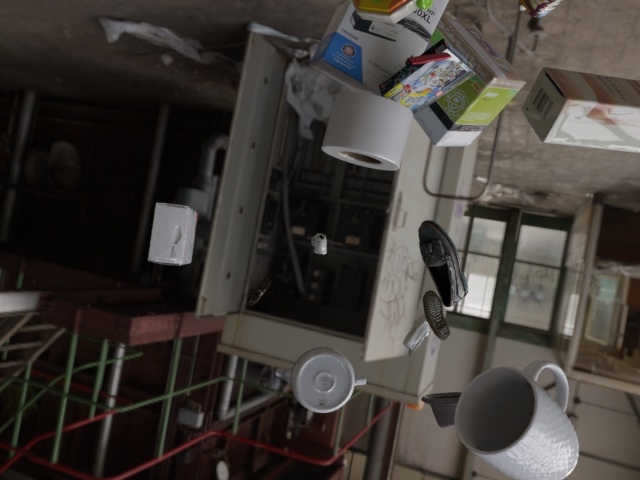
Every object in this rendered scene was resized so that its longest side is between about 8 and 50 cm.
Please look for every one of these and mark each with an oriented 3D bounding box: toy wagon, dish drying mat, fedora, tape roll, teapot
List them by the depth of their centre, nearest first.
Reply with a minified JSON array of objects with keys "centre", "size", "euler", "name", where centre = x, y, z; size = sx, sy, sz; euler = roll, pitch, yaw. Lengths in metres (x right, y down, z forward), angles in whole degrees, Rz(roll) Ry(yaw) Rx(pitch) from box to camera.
[{"centre":[0.218,-0.366,1.143],"size":[0.083,0.008,0.032],"euler":[-12,-141,-7],"name":"dish drying mat"},{"centre":[0.210,-0.762,1.540],"size":[0.267,0.344,0.068],"euler":[22,-178,32],"name":"toy wagon"},{"centre":[0.140,-0.325,1.708],"size":[0.246,0.169,0.246],"euler":[14,179,0],"name":"tape roll"},{"centre":[0.006,0.514,2.130],"size":[0.256,0.253,0.187],"euler":[51,170,0],"name":"teapot"},{"centre":[0.532,0.678,2.264],"size":[0.244,0.124,0.275],"euler":[-1,168,-14],"name":"fedora"}]

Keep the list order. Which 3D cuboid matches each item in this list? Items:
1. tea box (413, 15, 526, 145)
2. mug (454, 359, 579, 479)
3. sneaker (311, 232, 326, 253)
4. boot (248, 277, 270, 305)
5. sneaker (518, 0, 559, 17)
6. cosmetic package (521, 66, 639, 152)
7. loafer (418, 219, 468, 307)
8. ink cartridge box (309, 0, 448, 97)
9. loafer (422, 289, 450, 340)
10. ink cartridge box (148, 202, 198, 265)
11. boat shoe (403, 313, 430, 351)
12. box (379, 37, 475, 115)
[{"centre":[0.482,-0.564,2.045],"size":[0.220,0.323,0.328],"euler":[-9,-122,-42],"name":"tea box"},{"centre":[0.637,0.539,1.725],"size":[0.328,0.374,0.276],"euler":[40,162,-25],"name":"mug"},{"centre":[0.000,0.000,1.996],"size":[0.054,0.061,0.152],"euler":[3,-165,-8],"name":"sneaker"},{"centre":[-0.228,0.192,2.111],"size":[0.037,0.106,0.114],"euler":[38,163,1],"name":"boot"},{"centre":[0.446,-0.473,1.100],"size":[0.070,0.083,0.185],"euler":[-13,-148,-6],"name":"sneaker"},{"centre":[0.673,-0.318,1.395],"size":[0.297,0.129,0.153],"euler":[3,-135,-14],"name":"cosmetic package"},{"centre":[0.344,0.071,1.625],"size":[0.084,0.267,0.096],"euler":[-41,-158,-33],"name":"loafer"},{"centre":[0.189,-0.667,1.800],"size":[0.286,0.394,0.166],"euler":[26,-179,-18],"name":"ink cartridge box"},{"centre":[0.321,0.213,1.618],"size":[0.056,0.147,0.050],"euler":[-18,-177,-20],"name":"loafer"},{"centre":[-0.401,-0.015,1.566],"size":[0.092,0.158,0.218],"euler":[8,178,-7],"name":"ink cartridge box"},{"centre":[0.416,0.373,2.335],"size":[0.063,0.184,0.066],"euler":[43,161,-14],"name":"boat shoe"},{"centre":[0.312,-0.473,1.674],"size":[0.233,0.044,0.159],"euler":[-30,147,34],"name":"box"}]
